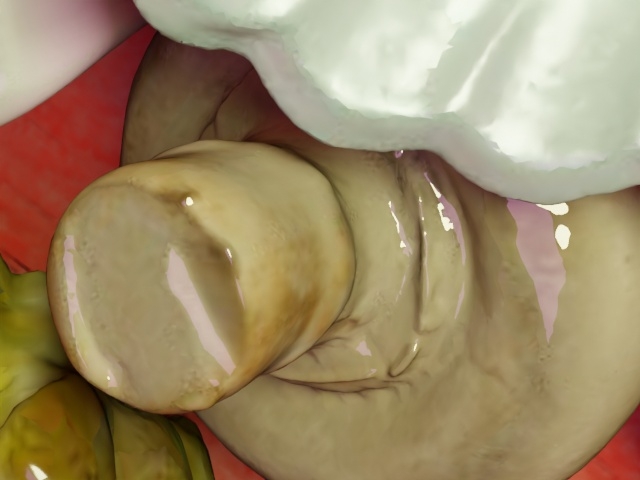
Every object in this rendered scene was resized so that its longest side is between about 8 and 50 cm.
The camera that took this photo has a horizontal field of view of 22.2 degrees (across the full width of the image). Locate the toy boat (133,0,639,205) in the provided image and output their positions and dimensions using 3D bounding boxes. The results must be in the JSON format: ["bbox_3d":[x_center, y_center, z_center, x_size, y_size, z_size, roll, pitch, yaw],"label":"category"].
[{"bbox_3d":[0.092,-0.092,0.363,0.290,0.100,0.199,11,147,9],"label":"toy boat"}]

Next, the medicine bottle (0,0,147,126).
[{"bbox_3d":[-0.115,-0.078,0.513,0.115,0.219,0.078,-6,107,11],"label":"medicine bottle"}]

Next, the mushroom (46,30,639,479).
[{"bbox_3d":[0.010,0.009,0.524,0.206,0.209,0.206,20,139,18],"label":"mushroom"}]

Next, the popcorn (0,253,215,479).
[{"bbox_3d":[-0.145,0.138,0.577,0.237,0.293,0.293,-20,104,-3],"label":"popcorn"}]
